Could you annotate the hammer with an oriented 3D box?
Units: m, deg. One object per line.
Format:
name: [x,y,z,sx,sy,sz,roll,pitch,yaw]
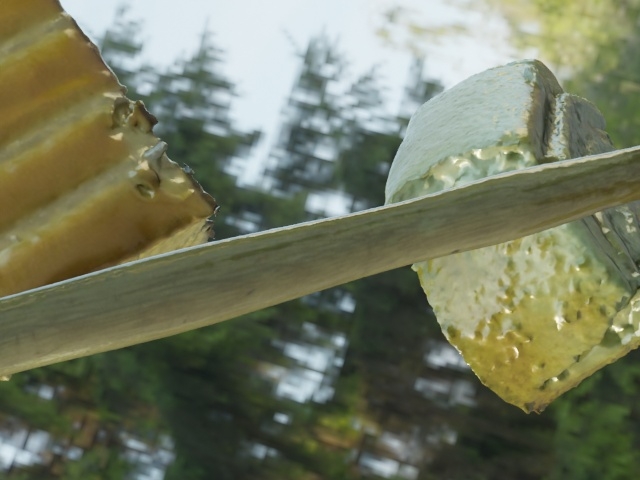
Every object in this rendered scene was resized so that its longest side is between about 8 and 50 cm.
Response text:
hammer: [0.000,0.000,0.370,0.013,0.199,0.062,-127,28,-50]

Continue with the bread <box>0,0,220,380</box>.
bread: [-0.218,-0.038,1.035,0.246,0.239,0.111,-34,-11,-23]

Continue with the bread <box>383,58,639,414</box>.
bread: [0.135,-0.022,1.069,0.186,0.124,0.257,50,-158,-23]
